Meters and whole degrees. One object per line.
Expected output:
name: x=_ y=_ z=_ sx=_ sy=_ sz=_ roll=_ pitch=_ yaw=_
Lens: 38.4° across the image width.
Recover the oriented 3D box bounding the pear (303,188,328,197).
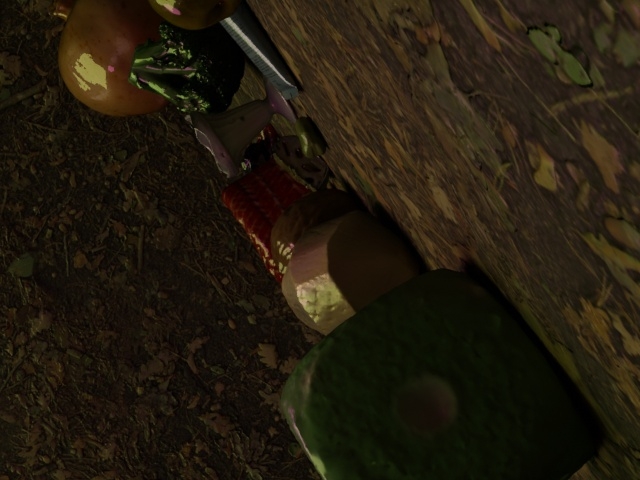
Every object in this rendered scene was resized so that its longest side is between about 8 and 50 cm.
pear: x=0.004 y=-0.065 z=2.064 sx=0.107 sy=0.107 sz=0.131 roll=55 pitch=168 yaw=2

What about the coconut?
coconut: x=0.067 y=0.069 z=1.642 sx=0.259 sy=0.259 sz=0.259 roll=55 pitch=176 yaw=5

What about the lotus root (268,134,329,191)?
lotus root: x=-0.036 y=-0.165 z=1.977 sx=0.143 sy=0.070 sz=0.144 roll=41 pitch=176 yaw=0

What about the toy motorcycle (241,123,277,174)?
toy motorcycle: x=-0.133 y=-0.178 z=2.511 sx=0.089 sy=0.171 sz=0.298 roll=12 pitch=148 yaw=29

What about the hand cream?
hand cream: x=-0.126 y=-0.358 z=1.594 sx=0.271 sy=0.058 sz=0.091 roll=53 pitch=165 yaw=-14

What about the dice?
dice: x=0.155 y=0.255 z=1.259 sx=0.318 sy=0.322 sz=0.330 roll=54 pitch=177 yaw=23

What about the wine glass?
wine glass: x=-0.160 y=-0.243 z=1.891 sx=0.165 sy=0.196 sz=0.165 roll=53 pitch=177 yaw=4

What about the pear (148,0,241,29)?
pear: x=-0.197 y=-0.398 z=1.380 sx=0.162 sy=0.149 sz=0.149 roll=48 pitch=176 yaw=3

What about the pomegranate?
pomegranate: x=-0.500 y=-0.510 z=2.342 sx=0.411 sy=0.411 sz=0.411 roll=55 pitch=176 yaw=5

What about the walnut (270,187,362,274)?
walnut: x=0.000 y=0.000 z=1.846 sx=0.213 sy=0.213 sz=0.213 roll=55 pitch=176 yaw=5

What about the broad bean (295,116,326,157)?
broad bean: x=-0.021 y=-0.195 z=1.741 sx=0.063 sy=0.045 sz=0.083 roll=-94 pitch=-21 yaw=-74

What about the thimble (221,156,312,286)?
thimble: x=-0.072 y=-0.038 z=2.327 sx=0.350 sy=0.230 sz=0.350 roll=56 pitch=174 yaw=8

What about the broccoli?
broccoli: x=-0.286 y=-0.388 z=1.973 sx=0.294 sy=0.245 sz=0.265 roll=113 pitch=150 yaw=-55
